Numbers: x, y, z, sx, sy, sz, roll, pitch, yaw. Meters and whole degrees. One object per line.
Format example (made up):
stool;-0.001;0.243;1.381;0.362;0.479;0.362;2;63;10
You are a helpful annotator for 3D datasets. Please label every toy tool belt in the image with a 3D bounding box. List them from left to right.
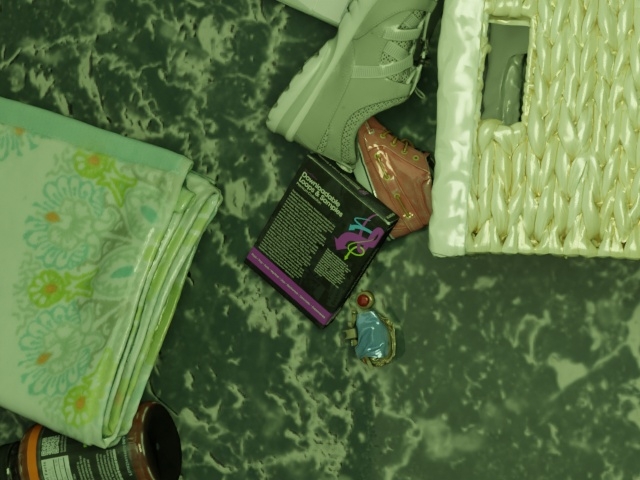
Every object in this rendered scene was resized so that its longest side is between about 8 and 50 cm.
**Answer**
toy tool belt;0.050;0.095;1.603;0.052;0.051;0.083;-14;87;17

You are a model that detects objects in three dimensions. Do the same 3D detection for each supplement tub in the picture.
supplement tub;-0.261;0.243;1.676;0.198;0.106;0.106;-12;88;18

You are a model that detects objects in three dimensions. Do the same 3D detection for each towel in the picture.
towel;-0.314;0.021;1.650;0.374;0.090;0.320;19;86;26

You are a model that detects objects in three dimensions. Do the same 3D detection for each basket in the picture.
basket;0.258;-0.139;1.397;0.266;0.331;0.328;5;93;11

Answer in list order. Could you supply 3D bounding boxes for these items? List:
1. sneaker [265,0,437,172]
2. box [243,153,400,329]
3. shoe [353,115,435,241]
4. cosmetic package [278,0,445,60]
sneaker;0.069;-0.191;1.486;0.115;0.105;0.281;37;115;-4
box;0.000;0.000;1.599;0.116;0.029;0.162;41;126;13
shoe;0.073;-0.092;1.588;0.081;0.063;0.178;-17;91;16
cosmetic package;0.047;-0.415;1.568;0.284;0.097;0.377;26;99;12
